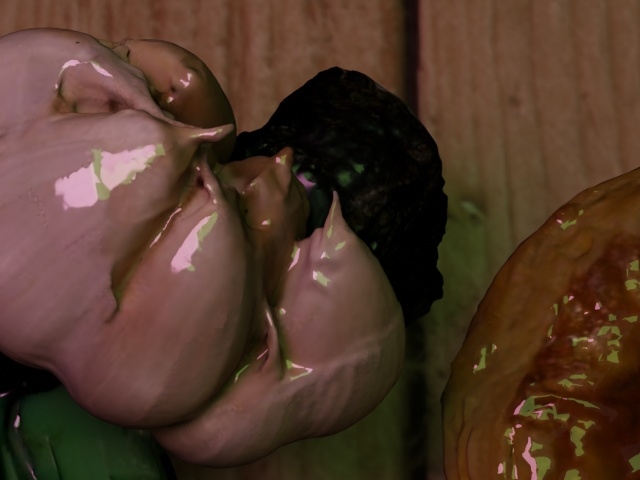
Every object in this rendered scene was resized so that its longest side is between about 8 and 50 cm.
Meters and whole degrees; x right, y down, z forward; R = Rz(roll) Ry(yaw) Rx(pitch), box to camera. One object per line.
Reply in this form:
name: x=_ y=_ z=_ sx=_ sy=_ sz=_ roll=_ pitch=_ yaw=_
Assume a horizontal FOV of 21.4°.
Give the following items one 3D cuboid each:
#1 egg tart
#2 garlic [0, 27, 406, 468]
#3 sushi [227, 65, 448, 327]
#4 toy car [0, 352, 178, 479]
egg tart: x=0.286 y=0.151 z=1.054 sx=0.443 sy=0.178 sz=0.443 roll=1 pitch=66 yaw=-2
garlic: x=-0.092 y=0.005 z=0.896 sx=0.185 sy=0.203 sz=0.281 roll=-33 pitch=85 yaw=-38
sushi: x=0.000 y=0.000 z=1.068 sx=0.124 sy=0.225 sz=0.127 roll=38 pitch=64 yaw=22
toy car: x=-0.158 y=0.185 z=0.998 sx=0.176 sy=0.213 sz=0.358 roll=5 pitch=54 yaw=-39
